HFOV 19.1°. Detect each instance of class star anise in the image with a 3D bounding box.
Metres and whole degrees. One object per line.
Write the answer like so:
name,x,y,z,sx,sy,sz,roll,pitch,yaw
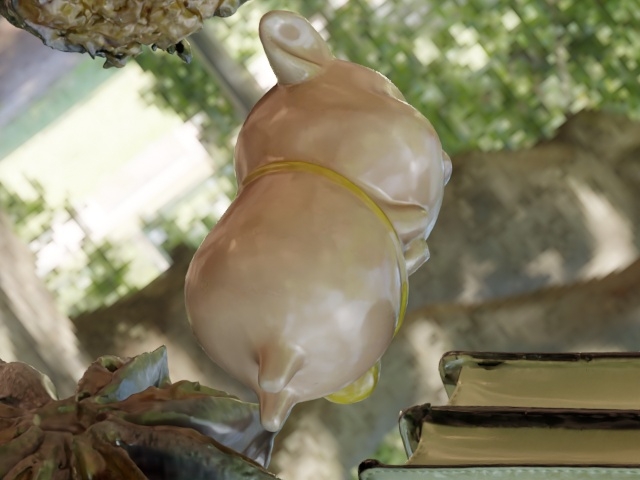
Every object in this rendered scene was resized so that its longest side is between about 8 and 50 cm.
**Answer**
star anise,-0.162,0.165,1.269,0.332,0.117,0.331,0,-152,0

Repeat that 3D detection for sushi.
sushi,-0.140,-0.266,1.685,0.349,0.234,0.207,-22,-140,-22

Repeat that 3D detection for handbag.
handbag,0.235,0.200,1.260,0.359,0.236,0.160,-3,-152,34

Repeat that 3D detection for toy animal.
toy animal,-0.002,0.002,1.160,0.165,0.149,0.248,113,-11,-50
